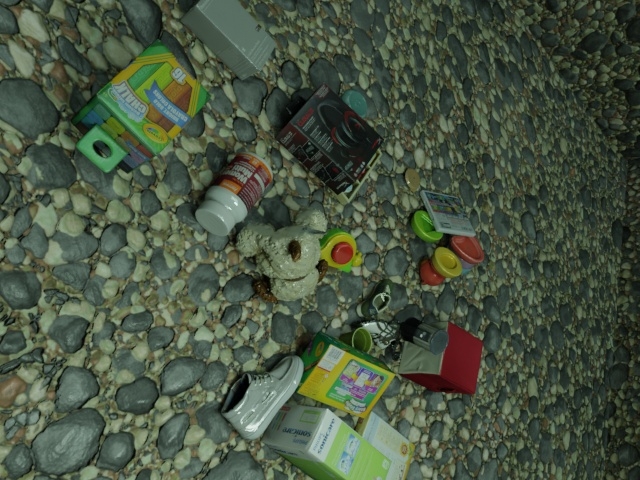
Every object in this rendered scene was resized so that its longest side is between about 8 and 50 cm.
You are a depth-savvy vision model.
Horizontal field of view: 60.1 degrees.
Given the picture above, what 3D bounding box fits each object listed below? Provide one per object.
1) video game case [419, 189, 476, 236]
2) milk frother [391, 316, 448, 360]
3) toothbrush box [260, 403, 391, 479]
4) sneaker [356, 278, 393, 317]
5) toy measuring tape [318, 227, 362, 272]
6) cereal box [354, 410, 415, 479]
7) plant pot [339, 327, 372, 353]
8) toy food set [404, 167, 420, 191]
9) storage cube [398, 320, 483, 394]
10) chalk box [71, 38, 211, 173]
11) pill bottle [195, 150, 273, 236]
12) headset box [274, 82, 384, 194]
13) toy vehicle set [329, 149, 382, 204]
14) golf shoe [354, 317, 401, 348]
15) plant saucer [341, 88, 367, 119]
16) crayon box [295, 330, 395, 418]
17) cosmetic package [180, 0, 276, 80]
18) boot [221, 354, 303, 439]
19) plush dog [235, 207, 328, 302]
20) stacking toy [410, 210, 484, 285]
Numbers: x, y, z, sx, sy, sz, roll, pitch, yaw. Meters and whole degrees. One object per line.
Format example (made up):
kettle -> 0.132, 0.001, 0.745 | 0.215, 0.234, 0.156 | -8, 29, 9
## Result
video game case -> 0.479, -0.100, 2.083 | 0.202, 0.023, 0.183 | 6, 52, -34
milk frother -> 0.309, 0.332, 1.760 | 0.129, 0.135, 0.143 | 6, 98, -37
toothbrush box -> 0.017, 0.563, 1.475 | 0.283, 0.206, 0.122 | 44, 56, -25
sneaker -> 0.202, 0.187, 1.795 | 0.192, 0.086, 0.064 | -39, 107, -39
toy measuring tape -> 0.000, 0.000, 1.639 | 0.330, 0.121, 0.121 | 23, 66, -30
cereal box -> 0.186, 0.660, 1.710 | 0.240, 0.047, 0.173 | 44, 55, -25
plant pot -> 0.100, 0.308, 1.685 | 0.083, 0.079, 0.083 | 10, 74, -41
toy food set -> 0.339, -0.228, 2.046 | 0.083, 0.020, 0.082 | 42, 56, -27
storage cube -> 0.406, 0.394, 1.868 | 0.193, 0.184, 0.214 | 31, 63, -31
chalk box -> -0.430, -0.285, 1.275 | 0.180, 0.179, 0.288 | 46, 55, -24
pill bottle -> -0.227, -0.123, 1.459 | 0.121, 0.121, 0.221 | 48, 54, -24
headset box -> 0.020, -0.320, 1.690 | 0.293, 0.110, 0.218 | 42, 56, -10
toy vehicle set -> 0.094, -0.267, 1.828 | 0.166, 0.035, 0.266 | 50, 53, -22
golf shoe -> 0.188, 0.298, 1.768 | 0.198, 0.077, 0.093 | 13, 73, -38
plant saucer -> 0.124, -0.468, 1.905 | 0.119, 0.021, 0.119 | 10, 75, -40
crayon box -> 0.063, 0.389, 1.586 | 0.279, 0.081, 0.165 | 31, 95, -33
cosmetic package -> -0.254, -0.583, 1.544 | 0.238, 0.107, 0.127 | 41, 60, -32
boot -> -0.148, 0.379, 1.440 | 0.123, 0.095, 0.258 | 55, 52, -28
plush dog -> -0.074, 0.065, 1.495 | 0.263, 0.210, 0.225 | -18, 127, -14
stacking toy -> 0.440, 0.027, 2.061 | 0.309, 0.130, 0.279 | -15, 65, -45
